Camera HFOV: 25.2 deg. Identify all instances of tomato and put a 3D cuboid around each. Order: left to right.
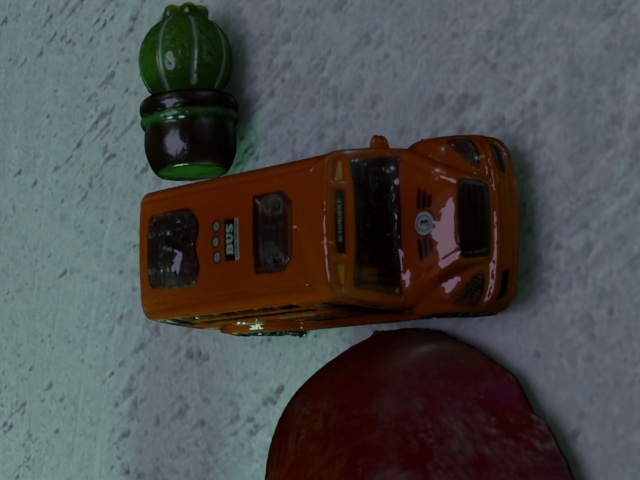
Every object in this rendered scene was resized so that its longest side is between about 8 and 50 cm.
[{"bbox_3d":[0.042,0.207,1.077,0.309,0.170,0.308,-3,86,44],"label":"tomato"}]

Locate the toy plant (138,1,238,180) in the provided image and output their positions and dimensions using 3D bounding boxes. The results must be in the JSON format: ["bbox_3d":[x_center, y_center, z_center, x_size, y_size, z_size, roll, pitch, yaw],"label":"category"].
[{"bbox_3d":[-0.123,-0.140,1.330,0.093,0.093,0.162,-15,74,44],"label":"toy plant"}]

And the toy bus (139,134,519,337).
[{"bbox_3d":[0.000,0.000,1.149,0.329,0.153,0.143,-8,80,45],"label":"toy bus"}]
